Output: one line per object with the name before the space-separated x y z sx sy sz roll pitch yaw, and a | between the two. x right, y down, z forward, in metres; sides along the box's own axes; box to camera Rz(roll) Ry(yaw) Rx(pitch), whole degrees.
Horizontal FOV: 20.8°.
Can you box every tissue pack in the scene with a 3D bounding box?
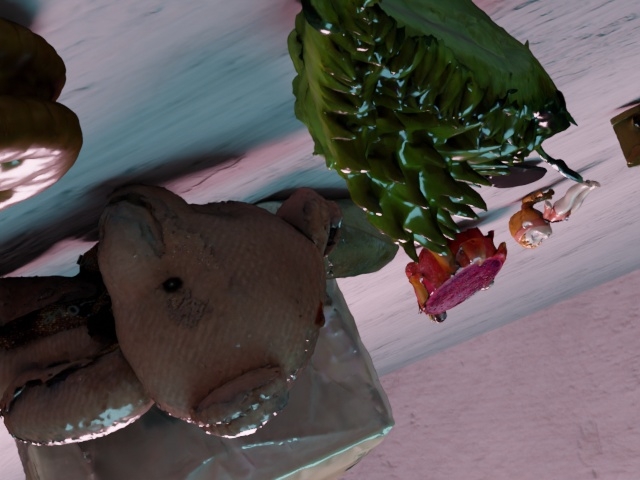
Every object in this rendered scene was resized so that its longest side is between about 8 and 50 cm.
tissue pack | -0.125 0.163 1.578 0.297 0.207 0.380 -20 171 -12

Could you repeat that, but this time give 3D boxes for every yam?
yam | 0.000 0.000 1.341 0.068 0.068 0.169 -25 171 28

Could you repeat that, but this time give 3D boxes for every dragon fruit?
dragon fruit | 0.138 0.023 1.832 0.112 0.068 0.126 -31 159 -3

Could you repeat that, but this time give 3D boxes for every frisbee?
frisbee | 0.145 -0.060 1.491 0.211 0.012 0.187 -14 169 -31

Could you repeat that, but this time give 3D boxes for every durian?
durian | 0.051 -0.067 0.862 0.106 0.132 0.375 -36 162 13

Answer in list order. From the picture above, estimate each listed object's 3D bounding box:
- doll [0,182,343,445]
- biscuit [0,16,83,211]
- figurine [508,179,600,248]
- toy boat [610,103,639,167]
doll | -0.144 0.036 1.112 0.303 0.156 0.201 -5 -141 19
biscuit | -0.202 -0.026 0.708 0.220 0.066 0.220 -20 172 -3
figurine | 0.236 -0.034 1.764 0.064 0.047 0.109 0 150 -47
toy boat | 0.342 -0.119 1.455 0.200 0.057 0.077 -21 165 1
